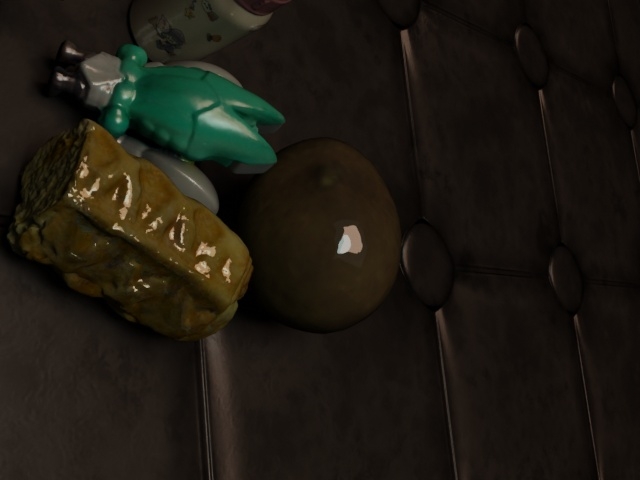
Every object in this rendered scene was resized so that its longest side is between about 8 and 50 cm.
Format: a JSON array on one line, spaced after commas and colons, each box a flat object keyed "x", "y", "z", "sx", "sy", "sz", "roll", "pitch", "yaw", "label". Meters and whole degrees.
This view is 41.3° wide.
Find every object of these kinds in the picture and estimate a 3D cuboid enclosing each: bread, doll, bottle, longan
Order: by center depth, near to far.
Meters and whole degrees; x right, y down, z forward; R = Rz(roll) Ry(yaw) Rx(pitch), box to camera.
[{"x": -0.189, "y": 0.006, "z": 0.902, "sx": 0.152, "sy": 0.130, "sz": 0.268, "roll": -48, "pitch": 124, "yaw": 4, "label": "bread"}, {"x": -0.171, "y": -0.155, "z": 0.985, "sx": 0.258, "sy": 0.153, "sz": 0.195, "roll": 44, "pitch": 66, "yaw": -9, "label": "doll"}, {"x": -0.116, "y": -0.288, "z": 0.997, "sx": 0.110, "sy": 0.233, "sz": 0.110, "roll": 18, "pitch": 65, "yaw": -44, "label": "bottle"}, {"x": 0.000, "y": 0.000, "z": 1.043, "sx": 0.215, "sy": 0.246, "sz": 0.246, "roll": -23, "pitch": 97, "yaw": -13, "label": "longan"}]
